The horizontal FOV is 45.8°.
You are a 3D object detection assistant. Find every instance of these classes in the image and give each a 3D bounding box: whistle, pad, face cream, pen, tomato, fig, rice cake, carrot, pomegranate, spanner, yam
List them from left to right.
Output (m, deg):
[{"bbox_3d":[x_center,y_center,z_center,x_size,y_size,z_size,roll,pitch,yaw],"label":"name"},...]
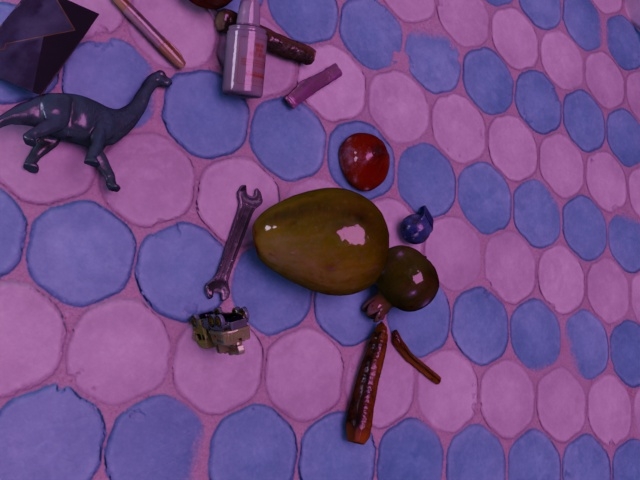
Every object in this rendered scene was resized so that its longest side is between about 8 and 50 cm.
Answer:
[{"bbox_3d":[-0.592,-0.422,1.582,0.163,0.004,0.243,23,64,2],"label":"pad"},{"bbox_3d":[-0.398,-0.490,1.753,0.233,0.032,0.040,47,35,-16],"label":"pen"},{"bbox_3d":[-0.201,0.003,1.780,0.071,0.017,0.302,27,65,-26],"label":"spanner"},{"bbox_3d":[-0.177,-0.471,1.813,0.101,0.101,0.252,3,95,-33],"label":"face cream"},{"bbox_3d":[-0.136,-0.509,1.916,0.274,0.061,0.061,16,71,-31],"label":"yam"},{"bbox_3d":[-0.020,-0.403,1.980,0.206,0.036,0.047,-39,91,-33],"label":"rice cake"},{"bbox_3d":[0.000,0.000,1.778,0.326,0.258,0.258,5,76,-19],"label":"fig"},{"bbox_3d":[0.120,0.346,1.884,0.066,0.066,0.314,26,66,-26],"label":"carrot"},{"bbox_3d":[0.129,-0.214,2.002,0.139,0.091,0.159,-4,84,-33],"label":"tomato"},{"bbox_3d":[0.199,0.107,1.933,0.210,0.179,0.179,-27,95,-22],"label":"pomegranate"},{"bbox_3d":[0.261,-0.037,2.067,0.090,0.090,0.158,56,17,-11],"label":"whistle"}]

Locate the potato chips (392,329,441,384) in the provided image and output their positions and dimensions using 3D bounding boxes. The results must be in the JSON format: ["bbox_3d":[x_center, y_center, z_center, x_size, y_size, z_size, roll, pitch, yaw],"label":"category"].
[{"bbox_3d":[0.253,0.316,2.005,0.204,0.026,0.037,46,45,-16],"label":"potato chips"}]

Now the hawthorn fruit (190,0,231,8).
[{"bbox_3d":[-0.286,-0.652,1.787,0.235,0.181,0.181,23,67,-14],"label":"hawthorn fruit"}]

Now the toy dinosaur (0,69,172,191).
[{"bbox_3d":[-0.515,-0.294,1.606,0.383,0.129,0.331,19,58,-27],"label":"toy dinosaur"}]

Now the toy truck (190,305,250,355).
[{"bbox_3d":[-0.212,0.200,1.639,0.077,0.168,0.100,-13,93,-37],"label":"toy truck"}]
